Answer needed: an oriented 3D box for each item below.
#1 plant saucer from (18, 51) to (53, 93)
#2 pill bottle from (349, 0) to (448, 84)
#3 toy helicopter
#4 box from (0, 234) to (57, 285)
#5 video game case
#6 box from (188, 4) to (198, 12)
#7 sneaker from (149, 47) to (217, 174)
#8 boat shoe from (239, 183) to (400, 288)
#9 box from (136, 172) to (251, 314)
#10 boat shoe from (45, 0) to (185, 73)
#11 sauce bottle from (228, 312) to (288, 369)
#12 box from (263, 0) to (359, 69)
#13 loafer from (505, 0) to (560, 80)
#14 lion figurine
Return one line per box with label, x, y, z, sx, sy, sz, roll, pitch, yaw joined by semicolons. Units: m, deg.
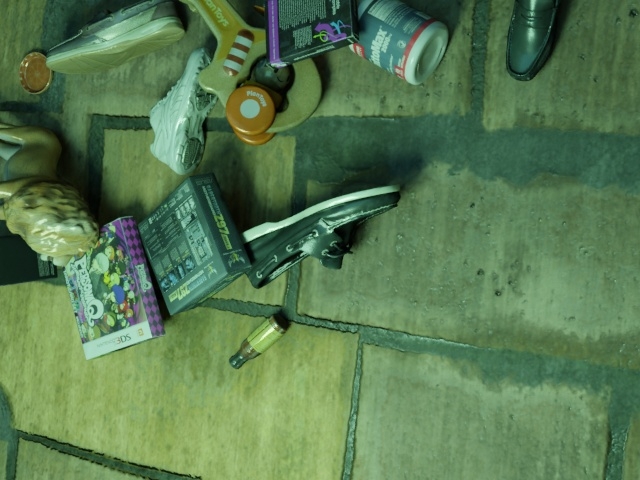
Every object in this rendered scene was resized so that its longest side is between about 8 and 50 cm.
plant saucer;-0.569;-0.335;1.930;0.084;0.013;0.083;1;92;26
pill bottle;0.106;-0.337;1.558;0.180;0.108;0.108;33;105;22
toy helicopter;-0.125;-0.351;1.646;0.235;0.140;0.355;-37;87;-1
box;-0.685;0.044;1.903;0.261;0.184;0.103;-5;89;26
video game case;-0.399;0.094;1.823;0.210;0.042;0.232;-20;83;39
box;-0.181;-0.532;1.735;0.201;0.021;0.164;-26;81;24
sneaker;-0.260;-0.244;1.747;0.115;0.090;0.232;23;100;27
boat shoe;-0.003;0.000;1.610;0.340;0.127;0.113;-20;84;26
box;-0.228;0.010;1.704;0.233;0.059;0.183;-36;73;50
boat shoe;-0.388;-0.386;1.799;0.285;0.103;0.092;-14;81;21
sauce bottle;-0.113;0.182;1.715;0.128;0.042;0.042;-41;75;22
box;-0.016;-0.351;1.547;0.162;0.029;0.116;-12;71;29
loafer;0.327;-0.356;1.468;0.076;0.078;0.223;18;99;24
lion figurine;-0.551;-0.127;1.825;0.142;0.240;0.392;107;155;-51
